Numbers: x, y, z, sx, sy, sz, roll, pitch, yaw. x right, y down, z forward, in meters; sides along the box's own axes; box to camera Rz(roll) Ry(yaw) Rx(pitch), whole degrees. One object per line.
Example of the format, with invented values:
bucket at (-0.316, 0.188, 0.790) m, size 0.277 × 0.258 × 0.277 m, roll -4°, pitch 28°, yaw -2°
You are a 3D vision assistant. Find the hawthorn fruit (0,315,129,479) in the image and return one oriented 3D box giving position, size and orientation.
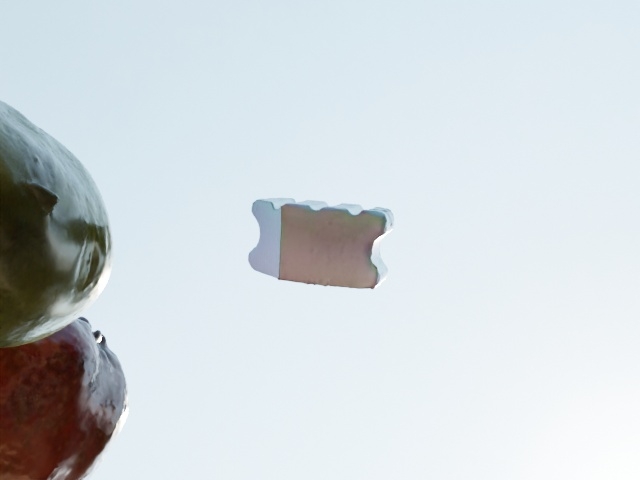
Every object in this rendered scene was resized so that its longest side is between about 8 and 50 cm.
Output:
hawthorn fruit at (-0.277, 0.138, 1.193) m, size 0.253 × 0.205 × 0.205 m, roll -40°, pitch -51°, yaw -10°

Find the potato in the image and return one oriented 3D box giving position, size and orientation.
potato at (-0.217, -0.016, 0.927) m, size 0.111 × 0.160 × 0.271 m, roll 19°, pitch -14°, yaw 42°

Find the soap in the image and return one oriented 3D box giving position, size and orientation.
soap at (0.000, 0.000, 1.108) m, size 0.100 × 0.149 × 0.056 m, roll 8°, pitch -87°, yaw 5°
